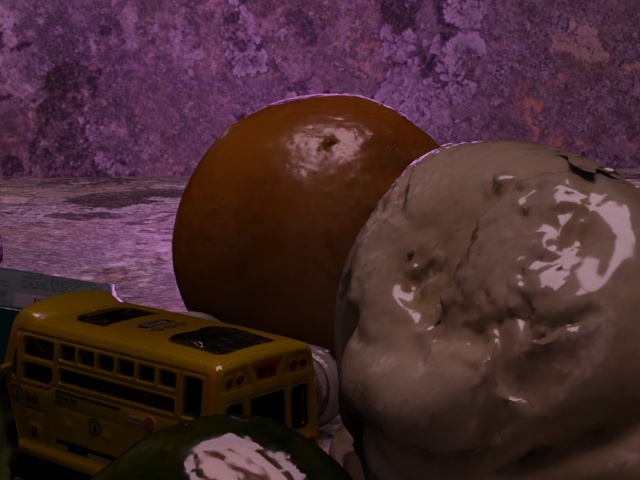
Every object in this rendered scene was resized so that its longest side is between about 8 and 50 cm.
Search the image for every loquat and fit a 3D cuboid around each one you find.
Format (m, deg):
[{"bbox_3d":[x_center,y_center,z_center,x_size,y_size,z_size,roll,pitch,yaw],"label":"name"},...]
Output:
[{"bbox_3d":[0.000,0.000,1.589,0.328,0.328,0.328,0,9,0],"label":"loquat"}]

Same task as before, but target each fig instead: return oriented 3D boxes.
[{"bbox_3d":[-0.046,0.211,0.814,0.195,0.195,0.245,-5,46,-32],"label":"fig"}]

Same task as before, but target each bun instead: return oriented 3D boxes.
[{"bbox_3d":[0.126,0.122,0.847,0.211,0.360,0.360,-31,16,-10],"label":"bun"}]

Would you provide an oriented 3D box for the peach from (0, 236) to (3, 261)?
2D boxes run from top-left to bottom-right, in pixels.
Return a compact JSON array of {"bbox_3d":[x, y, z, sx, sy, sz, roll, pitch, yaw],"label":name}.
[{"bbox_3d":[-0.511,0.003,2.105,0.152,0.152,0.152,0,9,0],"label":"peach"}]

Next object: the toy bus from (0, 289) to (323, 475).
[{"bbox_3d":[-0.158,0.130,1.274,0.331,0.151,0.145,9,15,41],"label":"toy bus"}]

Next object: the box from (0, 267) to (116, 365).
[{"bbox_3d":[-0.334,0.087,1.550,0.245,0.092,0.153,9,13,-11],"label":"box"}]

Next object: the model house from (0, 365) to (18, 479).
[{"bbox_3d":[-0.342,0.172,1.172,0.194,0.170,0.211,-7,-18,-4],"label":"model house"}]

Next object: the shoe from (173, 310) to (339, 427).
[{"bbox_3d":[-0.098,0.132,1.420,0.227,0.099,0.125,9,9,22],"label":"shoe"}]

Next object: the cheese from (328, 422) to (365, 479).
[{"bbox_3d":[0.102,0.169,1.290,0.163,0.071,0.249,4,10,13],"label":"cheese"}]
